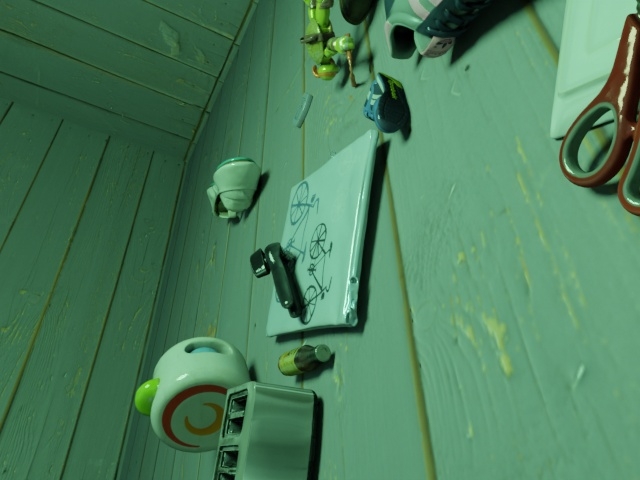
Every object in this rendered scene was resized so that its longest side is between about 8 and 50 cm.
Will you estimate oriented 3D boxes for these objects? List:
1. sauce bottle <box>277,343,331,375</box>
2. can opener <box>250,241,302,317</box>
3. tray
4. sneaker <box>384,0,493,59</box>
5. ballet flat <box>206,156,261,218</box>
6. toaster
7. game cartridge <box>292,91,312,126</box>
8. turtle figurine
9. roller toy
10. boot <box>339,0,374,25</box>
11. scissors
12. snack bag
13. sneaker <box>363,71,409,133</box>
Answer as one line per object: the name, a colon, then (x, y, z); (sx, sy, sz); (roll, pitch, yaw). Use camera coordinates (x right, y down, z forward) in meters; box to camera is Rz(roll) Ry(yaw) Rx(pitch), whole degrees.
sauce bottle: (-0.024, 0.184, 0.776); (0.128, 0.042, 0.042); (-35, 42, 53)
can opener: (-0.066, 0.067, 0.857); (0.073, 0.059, 0.186); (-41, 39, 7)
tray: (0.263, -0.232, 0.428); (0.145, 0.030, 0.271); (-13, 62, 64)
sneaker: (0.174, -0.297, 0.620); (0.319, 0.112, 0.131); (-136, 49, -69)
ballet flat: (-0.255, -0.136, 1.476); (0.400, 0.139, 0.139); (163, 122, -69)
toaster: (-0.080, 0.302, 0.726); (0.185, 0.110, 0.168); (-37, 42, 55)
game cartridge: (-0.045, -0.322, 1.236); (0.083, 0.017, 0.056); (-66, 19, 15)
turtle figurine: (-0.001, -0.414, 0.998); (0.269, 0.087, 0.218); (-122, 22, -69)
roller toy: (-0.229, 0.296, 0.977); (0.191, 0.209, 0.146); (-34, 28, 0)
boot: (0.099, -0.535, 0.973); (0.106, 0.082, 0.219); (-17, 56, 67)
scissors: (0.243, -0.167, 0.349); (0.109, 0.021, 0.297); (-143, 59, -63)
snack bag: (0.000, 0.000, 0.863); (0.342, 0.037, 0.323); (-27, 50, 61)
sneaker: (0.097, -0.200, 0.767); (0.059, 0.053, 0.144); (-52, 21, 39)
